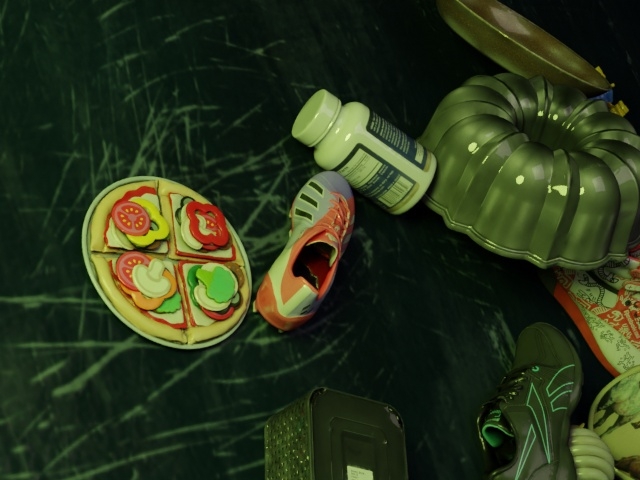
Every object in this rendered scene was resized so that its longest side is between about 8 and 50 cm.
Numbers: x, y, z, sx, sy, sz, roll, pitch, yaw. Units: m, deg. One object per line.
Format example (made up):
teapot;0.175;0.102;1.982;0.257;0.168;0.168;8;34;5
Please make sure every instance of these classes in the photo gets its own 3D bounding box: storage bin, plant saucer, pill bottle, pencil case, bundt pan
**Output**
storage bin;0.017;0.251;1.123;0.122;0.084;0.180;19;51;-31
plant saucer;0.291;-0.294;1.673;0.310;0.050;0.310;28;23;-13
pill bottle;0.052;-0.112;1.386;0.169;0.094;0.094;33;46;-20
pencil case;0.552;0.236;1.521;0.410;0.183;0.160;1;63;-41
bundt pan;0.286;-0.110;1.464;0.331;0.124;0.331;10;38;-8

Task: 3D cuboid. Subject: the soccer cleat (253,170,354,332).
soccer cleat;0.000;0.000;1.266;0.083;0.095;0.248;40;44;-13

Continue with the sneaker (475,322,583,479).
sneaker;0.248;0.201;1.344;0.106;0.101;0.267;27;47;-19

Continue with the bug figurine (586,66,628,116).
bug figurine;0.461;-0.124;1.763;0.216;0.072;0.279;-34;92;-41

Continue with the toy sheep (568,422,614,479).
toy sheep;0.316;0.279;1.362;0.091;0.091;0.132;27;34;-25

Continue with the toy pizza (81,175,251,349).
toy pizza;-0.152;0.017;1.170;0.201;0.032;0.201;22;50;-29

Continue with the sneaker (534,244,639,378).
sneaker;0.427;0.089;1.537;0.270;0.145;0.090;50;43;-2
